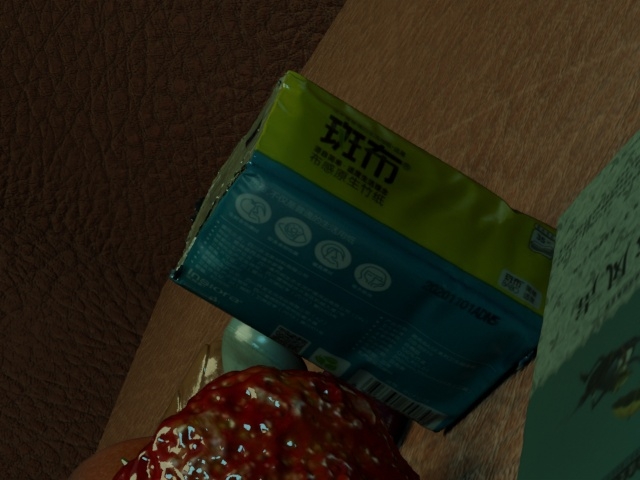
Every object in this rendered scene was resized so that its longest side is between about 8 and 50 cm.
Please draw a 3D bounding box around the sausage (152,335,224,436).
[{"bbox_3d":[-0.159,0.268,2.031,0.304,0.121,0.121,-61,10,14],"label":"sausage"}]

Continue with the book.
[{"bbox_3d":[0.207,0.039,0.987,0.264,0.031,0.379,-55,12,44],"label":"book"}]

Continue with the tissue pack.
[{"bbox_3d":[0.038,0.010,1.256,0.192,0.271,0.134,-50,12,48],"label":"tissue pack"}]

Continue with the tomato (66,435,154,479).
[{"bbox_3d":[-0.178,0.332,1.677,0.256,0.224,0.256,-168,90,-78],"label":"tomato"}]

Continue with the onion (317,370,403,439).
[{"bbox_3d":[0.029,0.154,1.436,0.107,0.097,0.107,-36,32,27],"label":"onion"}]

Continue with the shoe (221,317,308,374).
[{"bbox_3d":[-0.067,0.170,1.623,0.100,0.103,0.251,-45,-28,-17],"label":"shoe"}]

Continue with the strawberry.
[{"bbox_3d":[-0.028,0.235,1.145,0.277,0.257,0.257,40,104,49],"label":"strawberry"}]
